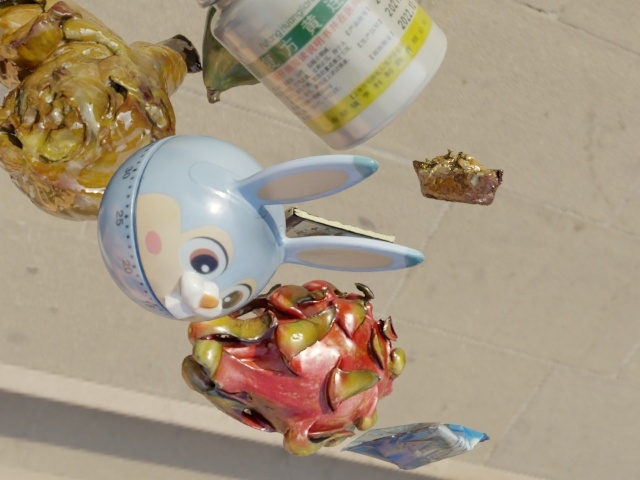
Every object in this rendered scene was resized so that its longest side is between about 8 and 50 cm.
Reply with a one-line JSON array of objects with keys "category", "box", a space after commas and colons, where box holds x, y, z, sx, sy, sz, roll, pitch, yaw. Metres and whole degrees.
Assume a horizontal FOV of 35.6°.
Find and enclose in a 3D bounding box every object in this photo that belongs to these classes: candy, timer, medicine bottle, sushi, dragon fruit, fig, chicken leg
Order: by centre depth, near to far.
[{"category": "timer", "box": [-0.071, 0.002, 0.810, 0.175, 0.255, 0.175, -23, 122, -43]}, {"category": "candy", "box": [0.080, 0.172, 0.838, 0.088, 0.038, 0.136, -15, 160, 25]}, {"category": "sushi", "box": [0.147, -0.070, 1.079, 0.118, 0.061, 0.060, 6, 101, 29]}, {"category": "chicken leg", "box": [-0.251, -0.193, 1.103, 0.295, 0.409, 0.182, 43, 119, -8]}, {"category": "medicine bottle", "box": [-0.026, -0.294, 1.235, 0.208, 0.208, 0.340, -43, 109, 15]}, {"category": "dragon fruit", "box": [-0.038, 0.159, 1.360, 0.307, 0.243, 0.227, 43, 140, -19]}, {"category": "fig", "box": [-0.136, -0.357, 1.780, 0.245, 0.195, 0.195, -47, 121, -6]}]

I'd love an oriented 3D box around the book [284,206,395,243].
[{"category": "book", "box": [0.000, 0.001, 1.819, 0.231, 0.026, 0.157, 15, 153, -32]}]
